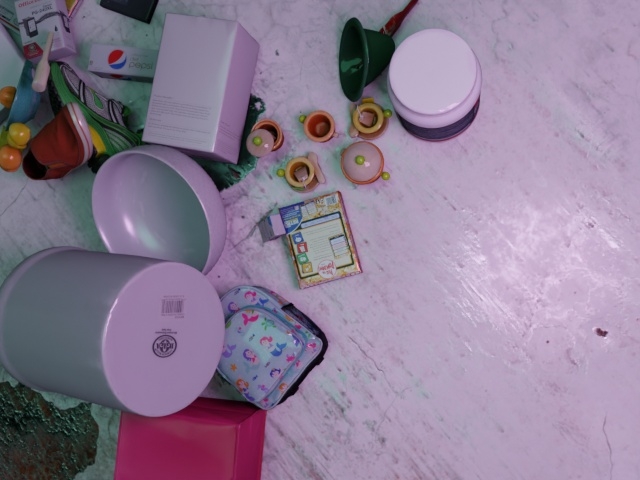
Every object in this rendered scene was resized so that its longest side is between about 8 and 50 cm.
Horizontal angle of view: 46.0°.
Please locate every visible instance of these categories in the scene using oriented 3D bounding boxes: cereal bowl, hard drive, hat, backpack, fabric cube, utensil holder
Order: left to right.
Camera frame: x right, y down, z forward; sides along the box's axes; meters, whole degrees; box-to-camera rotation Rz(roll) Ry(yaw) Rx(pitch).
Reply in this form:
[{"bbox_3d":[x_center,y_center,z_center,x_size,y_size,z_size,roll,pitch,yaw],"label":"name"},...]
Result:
[{"bbox_3d":[-0.878,-0.460,1.892,0.233,0.047,0.353,-39,81,14],"label":"hard drive"},{"bbox_3d":[-0.439,0.185,1.574,0.385,0.327,0.328,4,88,40],"label":"utensil holder"},{"bbox_3d":[-0.462,-0.595,1.843,0.135,0.022,0.094,22,91,11],"label":"hard drive"},{"bbox_3d":[-0.346,-0.062,1.705,0.338,0.141,0.339,13,119,24],"label":"cereal bowl"},{"bbox_3d":[-0.275,0.481,1.638,0.258,0.259,0.254,4,87,9],"label":"fabric cube"},{"bbox_3d":[-0.140,0.225,1.667,0.253,0.191,0.225,41,96,15],"label":"backpack"},{"bbox_3d":[0.154,-0.416,1.682,0.183,0.173,0.209,-6,125,-18],"label":"hat"}]

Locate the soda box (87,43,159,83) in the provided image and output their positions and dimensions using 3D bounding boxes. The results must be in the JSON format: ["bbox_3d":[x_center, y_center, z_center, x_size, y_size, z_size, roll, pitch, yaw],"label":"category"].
[{"bbox_3d":[-0.440,-0.420,1.804,0.216,0.074,0.069,8,89,11],"label":"soda box"}]

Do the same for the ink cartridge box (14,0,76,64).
[{"bbox_3d":[-0.669,-0.518,1.832,0.109,0.063,0.151,-15,85,10],"label":"ink cartridge box"}]

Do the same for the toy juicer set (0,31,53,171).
[{"bbox_3d":[-0.700,-0.311,1.740,0.089,0.209,0.329,17,116,-25],"label":"toy juicer set"}]

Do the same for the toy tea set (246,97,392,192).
[{"bbox_3d":[-0.002,-0.209,1.684,0.335,0.124,0.200,-7,86,10],"label":"toy tea set"}]

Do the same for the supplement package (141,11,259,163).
[{"bbox_3d":[-0.267,-0.341,1.715,0.177,0.175,0.293,11,89,13],"label":"supplement package"}]

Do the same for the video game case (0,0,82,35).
[{"bbox_3d":[-0.683,-0.638,1.886,0.204,0.025,0.285,32,94,11],"label":"video game case"}]

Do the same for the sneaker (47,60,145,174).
[{"bbox_3d":[-0.545,-0.300,1.811,0.146,0.134,0.344,-30,72,-28],"label":"sneaker"}]

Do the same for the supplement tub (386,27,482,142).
[{"bbox_3d":[0.238,-0.317,1.569,0.191,0.272,0.191,0,88,10],"label":"supplement tub"}]

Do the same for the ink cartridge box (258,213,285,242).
[{"bbox_3d":[-0.112,-0.027,1.732,0.028,0.083,0.048,-14,83,-26],"label":"ink cartridge box"}]

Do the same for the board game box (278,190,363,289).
[{"bbox_3d":[0.000,0.000,1.714,0.146,0.045,0.194,-15,85,9],"label":"board game box"}]

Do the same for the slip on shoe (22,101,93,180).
[{"bbox_3d":[-0.599,-0.212,1.712,0.331,0.101,0.123,-25,90,53],"label":"slip on shoe"}]
